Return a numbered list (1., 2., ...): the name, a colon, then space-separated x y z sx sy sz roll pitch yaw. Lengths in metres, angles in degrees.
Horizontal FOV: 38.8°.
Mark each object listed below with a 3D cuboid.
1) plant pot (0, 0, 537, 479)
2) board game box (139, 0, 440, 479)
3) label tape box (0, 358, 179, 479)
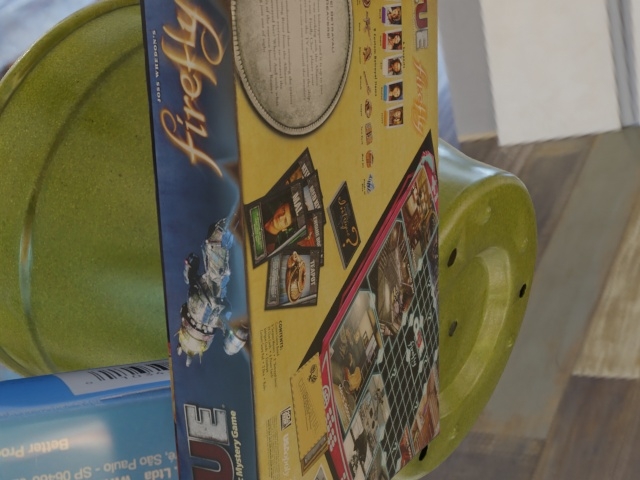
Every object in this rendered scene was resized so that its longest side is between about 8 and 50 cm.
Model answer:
1. plant pot: -0.031 0.013 0.737 0.353 0.367 0.366 20 50 31
2. board game box: 0.000 0.000 0.394 0.042 0.243 0.165 6 15 31
3. label tape box: -0.117 0.243 0.463 0.249 0.348 0.115 -5 4 -25
